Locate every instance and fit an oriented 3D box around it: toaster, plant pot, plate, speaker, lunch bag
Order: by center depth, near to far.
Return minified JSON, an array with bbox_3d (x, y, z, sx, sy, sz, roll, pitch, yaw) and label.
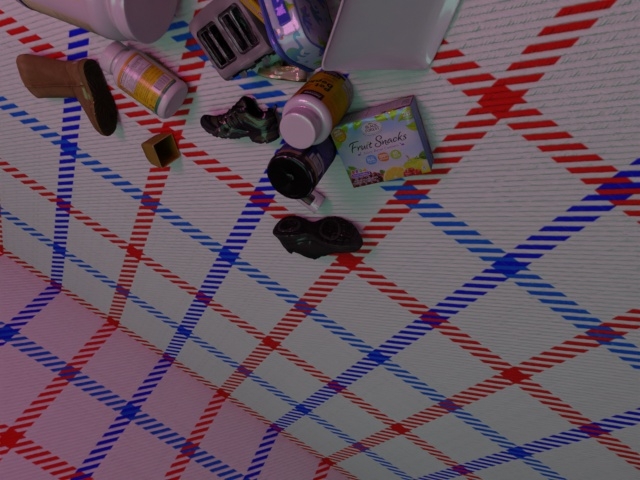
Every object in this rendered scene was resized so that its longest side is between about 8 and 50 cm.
[{"bbox_3d":[0.145,-0.448,0.865,0.045,0.277,0.278,59,146,31],"label":"plate"},{"bbox_3d":[-0.052,-0.450,0.907,0.090,0.176,0.219,-18,90,26],"label":"lunch bag"},{"bbox_3d":[-0.184,-0.480,1.068,0.167,0.110,0.186,-16,119,36],"label":"toaster"},{"bbox_3d":[-0.054,-0.138,1.343,0.136,0.055,0.055,36,135,-6],"label":"speaker"},{"bbox_3d":[-0.495,-0.278,1.431,0.083,0.081,0.082,15,135,29],"label":"plant pot"}]

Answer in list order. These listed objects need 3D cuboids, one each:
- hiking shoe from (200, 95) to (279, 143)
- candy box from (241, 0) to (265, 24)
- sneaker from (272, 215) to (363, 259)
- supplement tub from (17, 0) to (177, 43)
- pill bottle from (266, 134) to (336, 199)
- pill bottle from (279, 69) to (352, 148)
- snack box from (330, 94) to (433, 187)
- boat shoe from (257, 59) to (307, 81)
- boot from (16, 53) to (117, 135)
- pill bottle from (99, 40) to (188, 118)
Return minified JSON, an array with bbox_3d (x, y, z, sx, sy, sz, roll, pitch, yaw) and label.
[{"bbox_3d":[-0.214,-0.330,1.250,0.226,0.086,0.114,10,119,12],"label":"hiking shoe"},{"bbox_3d":[-0.103,-0.503,0.994,0.205,0.105,0.027,39,146,-18],"label":"candy box"},{"bbox_3d":[0.000,0.000,1.418,0.286,0.109,0.130,9,142,29],"label":"sneaker"},{"bbox_3d":[-0.512,-0.592,1.048,0.324,0.235,0.236,23,135,7],"label":"supplement tub"},{"bbox_3d":[-0.032,-0.208,1.151,0.122,0.219,0.123,14,133,16],"label":"pill bottle"},{"bbox_3d":[-0.011,-0.295,1.066,0.117,0.215,0.117,14,133,15],"label":"pill bottle"},{"bbox_3d":[0.148,-0.233,1.137,0.206,0.070,0.175,-9,124,27],"label":"snack box"},{"bbox_3d":[-0.091,-0.409,1.132,0.135,0.050,0.045,14,110,21],"label":"boat shoe"},{"bbox_3d":[-0.761,-0.441,1.423,0.269,0.089,0.236,9,121,21],"label":"boot"},{"bbox_3d":[-0.472,-0.430,1.254,0.208,0.118,0.117,35,135,-6],"label":"pill bottle"}]
